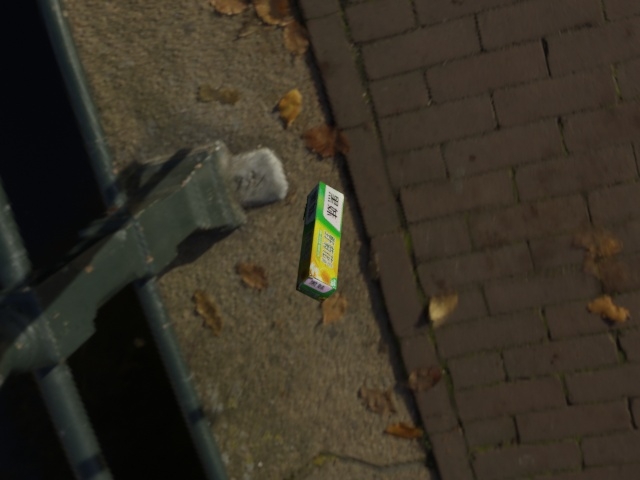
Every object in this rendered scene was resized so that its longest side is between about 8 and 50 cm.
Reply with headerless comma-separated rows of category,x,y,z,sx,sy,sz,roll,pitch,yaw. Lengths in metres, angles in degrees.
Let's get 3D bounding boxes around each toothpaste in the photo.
toothpaste,0.000,0.000,1.304,0.043,0.178,0.037,27,131,-19
